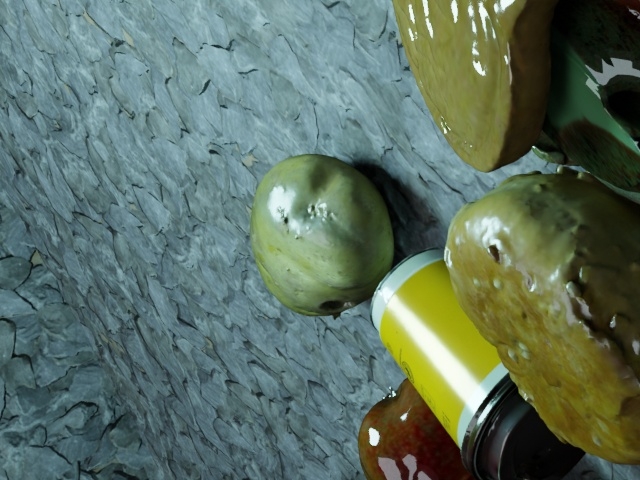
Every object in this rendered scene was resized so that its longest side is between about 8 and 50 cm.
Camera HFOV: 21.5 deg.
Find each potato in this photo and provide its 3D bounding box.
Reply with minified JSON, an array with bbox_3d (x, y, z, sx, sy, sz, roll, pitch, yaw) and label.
[{"bbox_3d":[0.000,0.000,2.092,0.192,0.141,0.296,34,150,8],"label":"potato"}]

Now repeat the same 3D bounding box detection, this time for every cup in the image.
[{"bbox_3d":[0.186,0.138,1.889,0.279,0.196,0.196,47,155,39],"label":"cup"}]

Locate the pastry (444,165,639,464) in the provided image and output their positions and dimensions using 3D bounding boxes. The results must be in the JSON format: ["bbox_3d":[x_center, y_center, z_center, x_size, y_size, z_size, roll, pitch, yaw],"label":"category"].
[{"bbox_3d":[0.273,0.063,1.623,0.315,0.184,0.284,53,162,-2],"label":"pastry"}]

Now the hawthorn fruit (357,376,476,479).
[{"bbox_3d":[0.171,0.265,2.042,0.248,0.208,0.208,43,152,14],"label":"hawthorn fruit"}]

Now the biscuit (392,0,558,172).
[{"bbox_3d":[0.113,-0.264,1.487,0.365,0.062,0.385,97,159,-53],"label":"biscuit"}]

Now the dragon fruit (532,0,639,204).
[{"bbox_3d":[0.272,-0.137,1.457,0.295,0.130,0.268,53,162,12],"label":"dragon fruit"}]
